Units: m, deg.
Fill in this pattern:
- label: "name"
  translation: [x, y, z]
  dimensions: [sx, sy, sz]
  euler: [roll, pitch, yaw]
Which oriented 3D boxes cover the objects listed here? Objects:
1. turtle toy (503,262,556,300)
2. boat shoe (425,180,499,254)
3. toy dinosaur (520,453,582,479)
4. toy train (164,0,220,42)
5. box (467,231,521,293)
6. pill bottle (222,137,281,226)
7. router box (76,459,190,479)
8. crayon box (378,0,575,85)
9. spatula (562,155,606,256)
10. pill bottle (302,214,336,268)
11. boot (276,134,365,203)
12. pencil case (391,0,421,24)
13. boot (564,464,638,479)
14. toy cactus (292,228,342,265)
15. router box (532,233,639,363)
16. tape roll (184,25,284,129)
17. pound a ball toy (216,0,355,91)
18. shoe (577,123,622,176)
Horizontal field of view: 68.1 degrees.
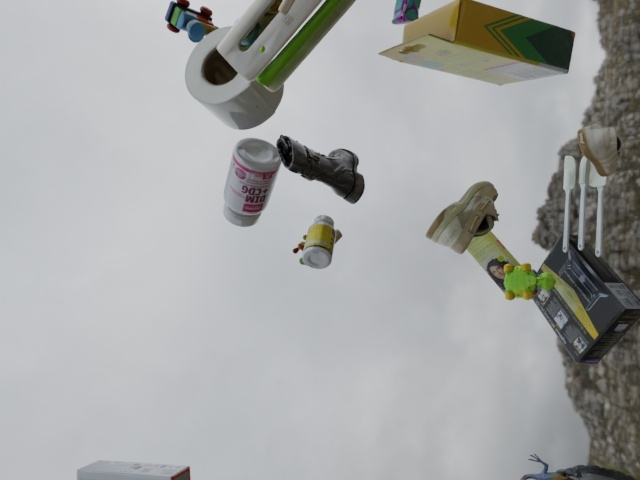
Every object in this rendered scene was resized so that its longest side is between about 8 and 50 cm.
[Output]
- label: "turtle toy"
  translation: [0.530, 0.107, 1.212]
  dimensions: [0.066, 0.130, 0.095]
  euler: [9, -101, -36]
- label: "boat shoe"
  translation: [0.348, -0.050, 1.077]
  dimensions: [0.302, 0.098, 0.109]
  euler: [-29, -30, -47]
- label: "toy dinosaur"
  translation: [0.349, 0.366, 0.714]
  dimensions: [0.090, 0.082, 0.047]
  euler: [41, -134, -14]
- label: "toy train"
  translation: [-0.351, -0.664, 1.504]
  dimensions: [0.248, 0.143, 0.105]
  euler: [-3, -47, -51]
- label: "box"
  translation: [0.525, 0.044, 1.452]
  dimensions: [0.232, 0.087, 0.058]
  euler: [50, -147, 8]
- label: "pill bottle"
  translation: [-0.240, -0.189, 1.603]
  dimensions: [0.160, 0.160, 0.283]
  euler: [-43, -16, -45]
- label: "router box"
  translation: [-0.512, 0.777, 1.297]
  dimensions: [0.082, 0.335, 0.302]
  euler: [12, -107, -68]
- label: "crayon box"
  translation: [0.301, -0.387, 0.936]
  dimensions: [0.318, 0.202, 0.081]
  euler: [4, -81, -21]
- label: "spatula"
  translation: [0.619, -0.086, 1.118]
  dimensions: [0.168, 0.019, 0.242]
  euler: [-150, 60, -81]
- label: "pill bottle"
  translation: [0.000, 0.000, 1.037]
  dimensions: [0.116, 0.065, 0.065]
  euler: [-80, -31, -43]
- label: "boot"
  translation: [-0.008, -0.209, 1.206]
  dimensions: [0.228, 0.263, 0.091]
  euler: [24, -65, -26]
- label: "pencil case"
  translation: [0.201, -0.565, 1.062]
  dimensions: [0.070, 0.064, 0.152]
  euler: [-47, -35, -64]
- label: "boot"
  translation: [0.479, 0.487, 0.644]
  dimensions: [0.222, 0.338, 0.118]
  euler: [-33, -31, -54]
- label: "toy cactus"
  translation: [-0.009, 0.016, 1.662]
  dimensions: [0.180, 0.219, 0.112]
  euler: [-36, -76, -12]
- label: "router box"
  translation: [0.773, 0.171, 1.416]
  dimensions: [0.309, 0.080, 0.243]
  euler: [-104, 22, -48]
- label: "tape roll"
  translation: [-0.250, -0.473, 1.397]
  dimensions: [0.169, 0.245, 0.247]
  euler: [34, -116, -68]
- label: "pound a ball toy"
  translation: [-0.064, -0.450, 0.871]
  dimensions: [0.136, 0.319, 0.208]
  euler: [48, -162, 7]
- label: "shoe"
  translation: [0.548, -0.172, 0.905]
  dimensions: [0.219, 0.058, 0.077]
  euler: [5, -110, -50]
